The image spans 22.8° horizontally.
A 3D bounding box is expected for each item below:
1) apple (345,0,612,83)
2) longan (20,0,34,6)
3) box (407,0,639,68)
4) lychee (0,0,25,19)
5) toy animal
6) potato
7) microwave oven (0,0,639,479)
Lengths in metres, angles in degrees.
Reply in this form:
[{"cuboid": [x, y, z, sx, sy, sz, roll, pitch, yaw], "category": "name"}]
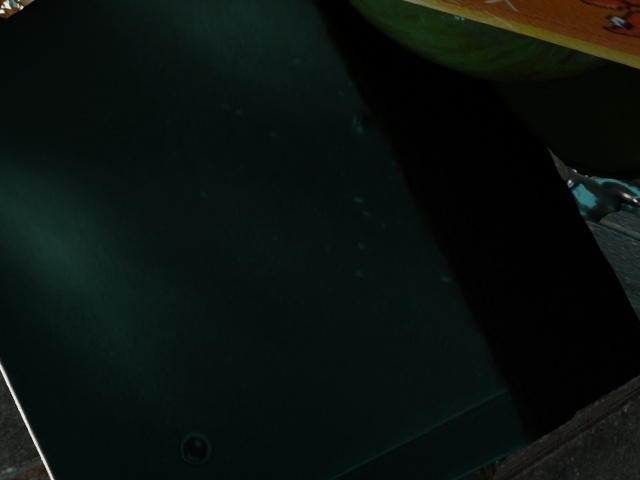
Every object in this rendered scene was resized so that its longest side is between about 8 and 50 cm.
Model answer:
[{"cuboid": [0.091, -0.180, 0.732, 0.211, 0.211, 0.188, 30, -164, -43], "category": "apple"}, {"cuboid": [-0.168, -0.248, 1.244, 0.198, 0.198, 0.212, 23, 141, 15], "category": "longan"}, {"cuboid": [0.047, -0.204, 0.397, 0.284, 0.259, 0.214, 22, 176, 31], "category": "box"}, {"cuboid": [-0.210, -0.245, 1.453, 0.200, 0.200, 0.238, 21, 158, 31], "category": "lychee"}, {"cuboid": [0.288, -0.053, 1.472, 0.146, 0.114, 0.245, 24, 174, -2], "category": "toy animal"}, {"cuboid": [0.184, -0.150, 1.034, 0.272, 0.160, 0.111, 35, -150, -46], "category": "potato"}, {"cuboid": [0.000, 0.000, 0.954, 0.374, 0.236, 0.432, 62, -163, 8], "category": "microwave oven"}]
